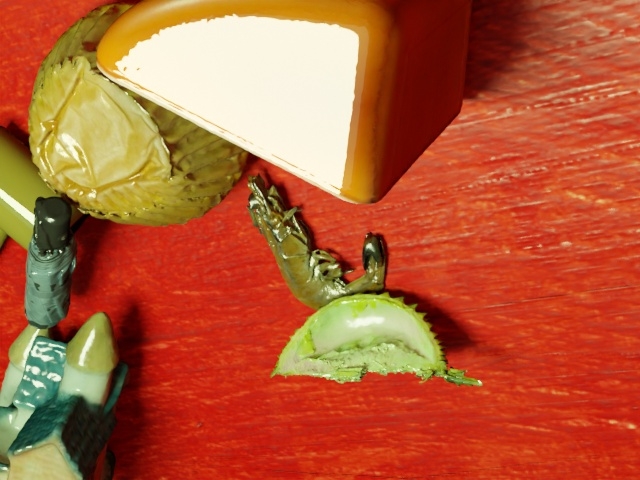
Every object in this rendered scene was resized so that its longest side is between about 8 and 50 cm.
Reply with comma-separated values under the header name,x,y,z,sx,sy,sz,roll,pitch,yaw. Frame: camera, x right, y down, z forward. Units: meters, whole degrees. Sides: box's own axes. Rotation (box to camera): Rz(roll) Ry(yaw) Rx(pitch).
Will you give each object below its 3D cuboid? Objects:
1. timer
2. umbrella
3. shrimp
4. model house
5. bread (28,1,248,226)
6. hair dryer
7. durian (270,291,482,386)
name,x,y,z,sx,sy,sz,roll,pitch,yaw
timer,-0.021,-0.169,1.093,0.250,0.257,0.161,14,119,18
umbrella,-0.281,0.027,1.385,0.053,0.052,0.250,-1,153,-16
shrimp,-0.001,0.001,1.332,0.124,0.034,0.178,-12,115,31
model house,-0.322,0.200,1.504,0.194,0.267,0.325,21,116,-1
bread,-0.184,-0.110,1.291,0.240,0.139,0.240,17,129,22
hair dryer,-0.367,-0.002,1.508,0.135,0.090,0.279,39,137,-2
durian,0.060,0.112,1.324,0.215,0.100,0.086,-2,133,19
